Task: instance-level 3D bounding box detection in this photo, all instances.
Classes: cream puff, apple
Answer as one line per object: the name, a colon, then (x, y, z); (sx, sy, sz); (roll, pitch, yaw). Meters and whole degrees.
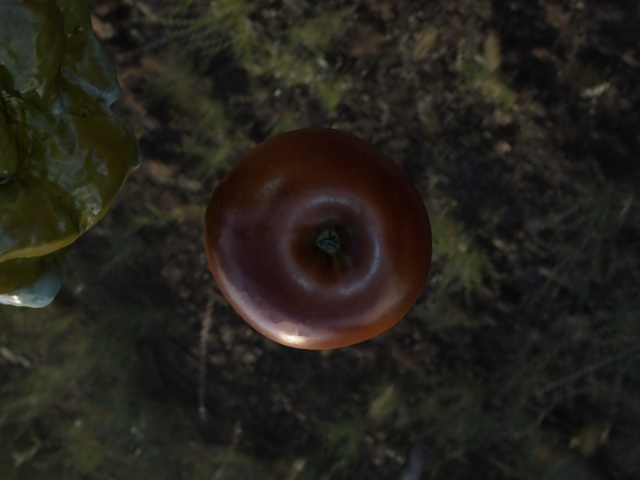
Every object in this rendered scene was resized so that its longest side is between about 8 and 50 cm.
cream puff: (-0.340, -0.106, 1.266); (0.378, 0.275, 0.378); (27, 135, 31)
apple: (0.000, 0.000, 1.077); (0.163, 0.163, 0.139); (44, -177, -11)
